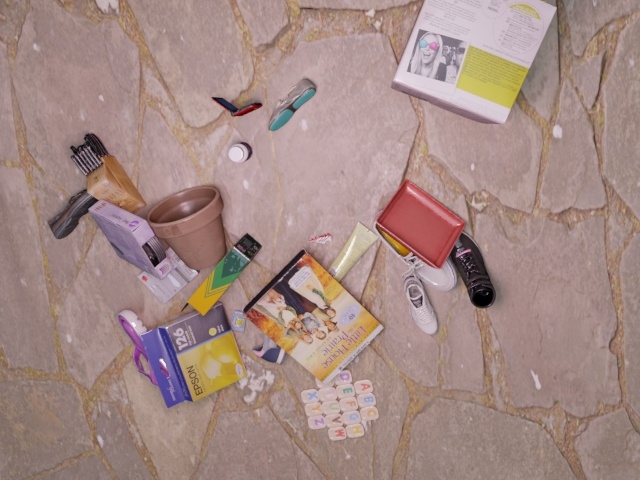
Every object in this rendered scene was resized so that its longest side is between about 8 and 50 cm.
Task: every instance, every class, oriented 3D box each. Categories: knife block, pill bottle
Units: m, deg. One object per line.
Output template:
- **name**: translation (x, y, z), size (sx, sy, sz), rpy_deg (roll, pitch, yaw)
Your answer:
- **knife block**: translation (-0.755, -0.242, 1.938), size (0.088, 0.242, 0.276), rpy_deg (-30, 144, 12)
- **pill bottle**: translation (-0.274, -0.298, 1.851), size (0.067, 0.120, 0.067), rpy_deg (1, 104, 5)

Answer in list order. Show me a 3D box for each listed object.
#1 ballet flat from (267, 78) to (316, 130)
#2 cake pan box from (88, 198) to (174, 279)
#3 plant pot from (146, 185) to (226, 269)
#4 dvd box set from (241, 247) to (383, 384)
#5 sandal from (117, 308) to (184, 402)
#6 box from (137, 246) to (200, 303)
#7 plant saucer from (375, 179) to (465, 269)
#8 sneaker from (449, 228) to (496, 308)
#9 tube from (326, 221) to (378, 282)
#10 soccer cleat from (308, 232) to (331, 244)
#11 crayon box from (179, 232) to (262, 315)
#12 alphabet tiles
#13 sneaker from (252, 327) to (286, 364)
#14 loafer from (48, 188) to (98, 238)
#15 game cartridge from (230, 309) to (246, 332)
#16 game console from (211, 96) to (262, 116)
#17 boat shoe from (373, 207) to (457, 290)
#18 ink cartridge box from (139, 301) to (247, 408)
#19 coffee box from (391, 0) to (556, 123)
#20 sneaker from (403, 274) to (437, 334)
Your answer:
- **ballet flat**: translation (-0.107, -0.458, 1.837), size (0.213, 0.072, 0.068), rpy_deg (-41, 69, 12)
- **cake pan box**: translation (-0.643, -0.001, 1.862), size (0.267, 0.070, 0.246), rpy_deg (21, 146, 33)
- **plant pot**: translation (-0.432, -0.028, 1.880), size (0.263, 0.263, 0.229), rpy_deg (-14, 118, 8)
- **dvd box set**: translation (-0.020, 0.275, 1.909), size (0.307, 0.062, 0.420), rpy_deg (-44, 111, 0)
- **sandal**: translation (-0.648, 0.449, 2.033), size (0.416, 0.102, 0.169), rpy_deg (57, 145, -5)
- **box**: translation (-0.560, 0.124, 2.018), size (0.186, 0.038, 0.145), rpy_deg (-41, 96, 11)
- **plant saucer**: translation (0.329, -0.049, 1.809), size (0.259, 0.258, 0.048), rpy_deg (37, 141, 3)
- **sneaker**: translation (0.521, 0.101, 1.861), size (0.104, 0.147, 0.296), rpy_deg (-25, 98, 12)
- **tube**: translation (0.101, 0.056, 1.938), size (0.240, 0.070, 0.062), rpy_deg (-54, 50, 9)
- **soccer cleat**: translation (0.000, 0.000, 1.944), size (0.083, 0.029, 0.035), rpy_deg (-16, 97, 4)
- **crayon box**: translation (-0.348, 0.133, 1.919), size (0.081, 0.202, 0.318), rpy_deg (41, 104, -5)
- **alphabet tiles**: translation (0.074, 0.631, 2.088), size (0.278, 0.021, 0.284), rpy_deg (-11, 101, 7)
- **sneaker**: translation (-0.163, 0.299, 1.985), size (0.131, 0.112, 0.319), rpy_deg (14, 103, -1)
- **loafer**: translation (-0.893, -0.118, 1.966), size (0.267, 0.096, 0.084), rpy_deg (-44, 85, 16)
- **game cartridge**: translation (-0.308, 0.303, 2.049), size (0.056, 0.017, 0.083), rpy_deg (12, 104, 6)
- **game console**: translation (-0.273, -0.458, 1.802), size (0.124, 0.144, 0.085), rpy_deg (-22, 101, 10)
- **boat shoe**: translation (0.314, 0.049, 1.841), size (0.367, 0.156, 0.136), rpy_deg (49, 122, -3)
- **ink cartridge box**: translation (-0.455, 0.420, 1.986), size (0.307, 0.072, 0.303), rpy_deg (-23, 104, -27)
- **coffee box**: translation (0.427, -0.562, 1.616), size (0.338, 0.337, 0.334), rpy_deg (21, 104, 0)
- **sneaker**: translation (0.353, 0.239, 1.935), size (0.090, 0.095, 0.235), rpy_deg (-24, 101, 8)
